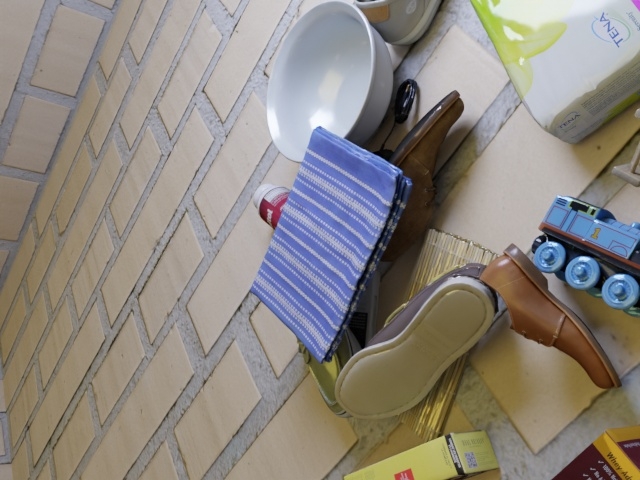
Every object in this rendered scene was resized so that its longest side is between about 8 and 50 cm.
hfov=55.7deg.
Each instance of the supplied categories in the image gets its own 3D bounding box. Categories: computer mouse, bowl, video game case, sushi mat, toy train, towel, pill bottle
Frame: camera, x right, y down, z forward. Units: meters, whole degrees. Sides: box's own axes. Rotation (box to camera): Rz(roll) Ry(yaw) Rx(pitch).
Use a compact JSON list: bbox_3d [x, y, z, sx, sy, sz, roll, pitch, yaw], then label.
[{"bbox_3d":[0.126,-0.171,1.084,0.242,0.041,0.071,-68,24,6],"label":"computer mouse"},{"bbox_3d":[0.036,-0.277,1.126,0.298,0.134,0.297,-11,75,48],"label":"bowl"},{"bbox_3d":[0.032,0.140,1.130,0.190,0.022,0.173,-2,80,48],"label":"video game case"},{"bbox_3d":[0.177,0.145,0.962,0.151,0.019,0.316,26,102,50],"label":"sushi mat"},{"bbox_3d":[0.349,0.018,0.745,0.184,0.080,0.105,35,102,48],"label":"toy train"},{"bbox_3d":[0.000,0.000,0.996,0.243,0.040,0.336,38,112,42],"label":"towel"},{"bbox_3d":[-0.076,-0.061,1.251,0.152,0.086,0.086,38,110,47],"label":"pill bottle"}]

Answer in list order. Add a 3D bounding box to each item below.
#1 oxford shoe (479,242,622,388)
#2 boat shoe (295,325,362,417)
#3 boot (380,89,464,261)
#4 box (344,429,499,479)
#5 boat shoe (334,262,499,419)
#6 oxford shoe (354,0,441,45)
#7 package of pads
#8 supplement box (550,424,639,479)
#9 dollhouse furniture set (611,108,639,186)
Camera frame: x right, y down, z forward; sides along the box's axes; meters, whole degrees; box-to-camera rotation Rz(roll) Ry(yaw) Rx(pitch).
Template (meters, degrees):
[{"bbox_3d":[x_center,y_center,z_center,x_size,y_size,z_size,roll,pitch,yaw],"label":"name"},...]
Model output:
[{"bbox_3d":[0.286,0.107,0.765,0.076,0.076,0.212,-41,70,7],"label":"oxford shoe"},{"bbox_3d":[-0.005,0.166,1.075,0.109,0.094,0.302,-40,54,36],"label":"boat shoe"},{"bbox_3d":[0.155,-0.099,0.994,0.115,0.112,0.305,34,109,2],"label":"boot"},{"bbox_3d":[0.143,0.346,0.904,0.232,0.087,0.058,-37,55,37],"label":"box"},{"bbox_3d":[0.141,0.156,0.912,0.116,0.097,0.324,40,122,2],"label":"boat shoe"},{"bbox_3d":[0.178,-0.568,1.037,0.169,0.130,0.449,30,103,50],"label":"oxford shoe"},{"bbox_3d":[0.341,-0.304,0.806,0.229,0.101,0.296,-41,53,36],"label":"package of pads"},{"bbox_3d":[0.334,0.337,0.649,0.194,0.129,0.191,-56,45,25],"label":"supplement box"},{"bbox_3d":[0.442,-0.134,0.658,0.129,0.129,0.183,48,141,43],"label":"dollhouse furniture set"}]
